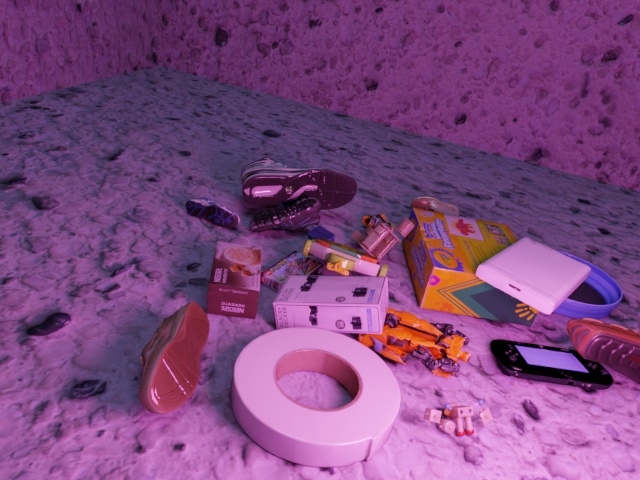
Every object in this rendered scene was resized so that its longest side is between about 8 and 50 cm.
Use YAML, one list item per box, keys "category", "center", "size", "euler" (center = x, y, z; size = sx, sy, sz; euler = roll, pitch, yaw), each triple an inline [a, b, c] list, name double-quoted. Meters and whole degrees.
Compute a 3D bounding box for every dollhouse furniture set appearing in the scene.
- category: "dollhouse furniture set"
  center: [0.202, -0.046, 1.981]
  size: [0.101, 0.182, 0.161]
  euler: [42, 2, -41]

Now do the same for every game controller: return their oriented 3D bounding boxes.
- category: "game controller"
  center: [0.636, 0.339, 1.569]
  size: [0.319, 0.067, 0.166]
  euler: [10, 27, -6]

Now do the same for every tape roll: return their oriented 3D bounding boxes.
- category: "tape roll"
  center: [-0.011, 0.342, 1.297]
  size: [0.391, 0.072, 0.392]
  euler: [9, 26, -5]

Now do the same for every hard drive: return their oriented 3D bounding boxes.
- category: "hard drive"
  center: [0.653, 0.095, 1.713]
  size: [0.233, 0.047, 0.353]
  euler: [31, 31, 30]

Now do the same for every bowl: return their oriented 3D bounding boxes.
- category: "bowl"
  center: [0.860, 0.149, 2.016]
  size: [0.390, 0.077, 0.391]
  euler: [9, 27, -5]

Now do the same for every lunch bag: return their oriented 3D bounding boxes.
- category: "lunch bag"
  center: [0.000, 0.000, 1.967]
  size: [0.067, 0.065, 0.098]
  euler: [-29, 47, -31]

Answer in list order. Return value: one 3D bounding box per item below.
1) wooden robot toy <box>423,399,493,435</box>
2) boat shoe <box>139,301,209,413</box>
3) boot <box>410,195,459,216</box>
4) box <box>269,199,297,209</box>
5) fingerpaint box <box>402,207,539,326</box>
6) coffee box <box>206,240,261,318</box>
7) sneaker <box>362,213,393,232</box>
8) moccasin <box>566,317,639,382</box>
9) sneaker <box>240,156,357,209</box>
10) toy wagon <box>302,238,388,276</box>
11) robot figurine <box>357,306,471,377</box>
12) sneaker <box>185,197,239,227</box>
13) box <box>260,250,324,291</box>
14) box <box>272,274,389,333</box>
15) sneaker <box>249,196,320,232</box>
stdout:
- category: "wooden robot toy"
  center: [0.312, 0.413, 1.325]
  size: [0.173, 0.076, 0.079]
  euler: [1, -6, -21]
- category: "boat shoe"
  center: [-0.343, 0.271, 1.277]
  size: [0.110, 0.122, 0.341]
  euler: [-23, 20, 13]
- category: "boot"
  center: [0.484, -0.109, 2.362]
  size: [0.213, 0.077, 0.165]
  euler: [15, 29, -1]
- category: "box"
  center: [-0.114, -0.170, 2.268]
  size: [0.159, 0.044, 0.233]
  euler: [30, 32, 31]
- category: "fingerpaint box"
  center: [0.496, 0.078, 1.908]
  size: [0.370, 0.163, 0.445]
  euler: [10, 27, -6]
- category: "coffee box"
  center: [-0.245, 0.108, 1.619]
  size: [0.141, 0.098, 0.246]
  euler: [8, 27, -8]
- category: "sneaker"
  center: [0.219, -0.041, 2.125]
  size: [0.083, 0.084, 0.215]
  euler: [3, 19, -13]
- category: "moccasin"
  center: [0.865, 0.314, 1.603]
  size: [0.379, 0.139, 0.147]
  euler: [16, 23, -12]
- category: "sneaker"
  center: [-0.094, -0.251, 2.194]
  size: [0.447, 0.169, 0.257]
  euler: [1, 31, -16]
- category: "toy wagon"
  center: [0.079, 0.059, 1.756]
  size: [0.267, 0.068, 0.344]
  euler: [19, 2, 6]
- category: "robot figurine"
  center: [0.259, 0.273, 1.524]
  size: [0.290, 0.085, 0.211]
  euler: [20, 29, 17]
- category: "sneaker"
  center: [-0.373, -0.110, 2.007]
  size: [0.211, 0.080, 0.081]
  euler: [23, 32, 17]
- category: "box"
  center: [-0.087, 0.101, 1.766]
  size: [0.114, 0.036, 0.207]
  euler: [23, 29, 20]
- category: "box"
  center: [0.032, 0.170, 1.538]
  size: [0.289, 0.087, 0.169]
  euler: [0, 24, 16]
- category: "sneaker"
  center: [-0.120, -0.065, 2.019]
  size: [0.267, 0.106, 0.101]
  euler: [-16, 39, -9]
